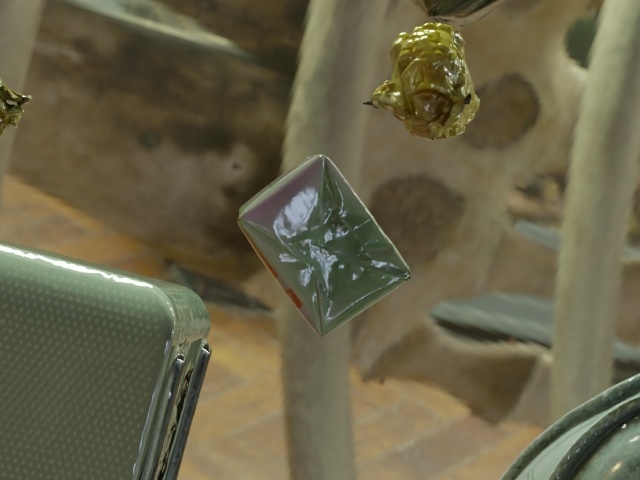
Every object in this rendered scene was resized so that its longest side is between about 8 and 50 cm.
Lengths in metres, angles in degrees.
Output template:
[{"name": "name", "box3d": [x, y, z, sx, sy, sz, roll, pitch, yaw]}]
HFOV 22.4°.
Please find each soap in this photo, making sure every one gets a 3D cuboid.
[{"name": "soap", "box3d": [0.000, 0.000, 1.957, 0.182, 0.138, 0.199, 55, 1, -4]}]

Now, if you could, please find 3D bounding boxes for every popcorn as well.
[{"name": "popcorn", "box3d": [0.068, -0.106, 1.129, 0.084, 0.084, 0.084, 17, 22, -7]}]

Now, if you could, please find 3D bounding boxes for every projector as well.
[{"name": "projector", "box3d": [-0.188, 0.071, 0.842, 0.242, 0.163, 0.177, 13, -2, 1]}]

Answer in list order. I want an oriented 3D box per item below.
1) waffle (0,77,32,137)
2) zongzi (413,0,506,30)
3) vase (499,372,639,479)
[{"name": "waffle", "box3d": [-0.357, -0.181, 1.354, 0.254, 0.052, 0.245, 18, -31, 52]}, {"name": "zongzi", "box3d": [0.143, -0.348, 1.232, 0.138, 0.286, 0.300, 12, 54, -56]}, {"name": "vase", "box3d": [0.225, 0.298, 1.454, 0.250, 0.445, 0.250, 40, 27, -25]}]
